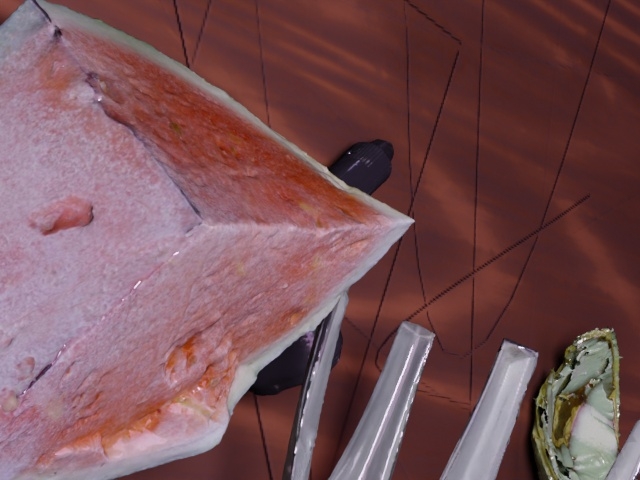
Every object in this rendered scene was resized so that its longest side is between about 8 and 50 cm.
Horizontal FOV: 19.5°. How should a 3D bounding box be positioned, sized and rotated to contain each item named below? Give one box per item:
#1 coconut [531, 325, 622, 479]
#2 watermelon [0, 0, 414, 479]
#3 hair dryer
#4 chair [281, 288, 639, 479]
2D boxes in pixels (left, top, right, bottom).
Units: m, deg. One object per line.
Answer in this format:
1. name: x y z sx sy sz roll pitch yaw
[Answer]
1. coconut: 0.208 0.160 1.479 0.133 0.055 0.158 60 42 -33
2. watermelon: -0.090 0.008 0.961 0.260 0.176 0.256 16 75 -58
3. hair dryer: -0.001 -0.002 1.206 0.248 0.070 0.114 -46 122 -59
4. chair: 0.030 0.174 1.050 0.190 0.203 0.274 31 79 -53
